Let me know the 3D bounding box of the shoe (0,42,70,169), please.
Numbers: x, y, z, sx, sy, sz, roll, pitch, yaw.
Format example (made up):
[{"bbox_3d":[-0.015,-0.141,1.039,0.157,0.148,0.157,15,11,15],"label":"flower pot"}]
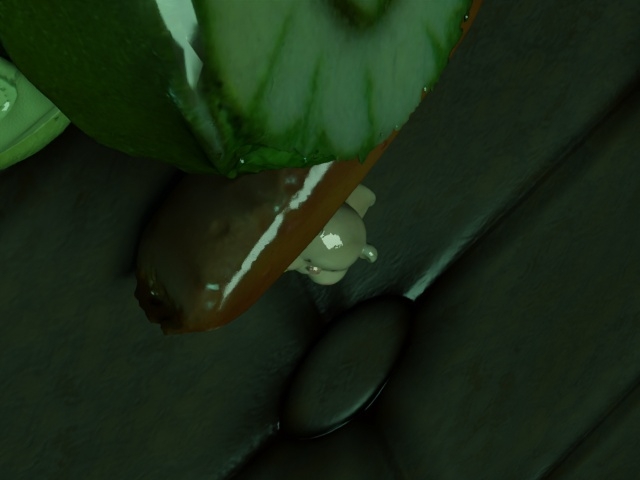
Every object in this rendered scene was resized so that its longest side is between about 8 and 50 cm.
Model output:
[{"bbox_3d":[-0.222,-0.090,1.010,0.262,0.140,0.128,-25,151,-45],"label":"shoe"}]

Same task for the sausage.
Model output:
[{"bbox_3d":[-0.004,-0.080,1.334,0.348,0.097,0.094,-55,142,8],"label":"sausage"}]

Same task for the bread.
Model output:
[{"bbox_3d":[-0.027,-0.224,1.018,0.382,0.129,0.366,-59,144,-28],"label":"bread"}]

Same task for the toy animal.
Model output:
[{"bbox_3d":[0.000,0.000,1.441,0.114,0.082,0.091,7,118,-56],"label":"toy animal"}]
